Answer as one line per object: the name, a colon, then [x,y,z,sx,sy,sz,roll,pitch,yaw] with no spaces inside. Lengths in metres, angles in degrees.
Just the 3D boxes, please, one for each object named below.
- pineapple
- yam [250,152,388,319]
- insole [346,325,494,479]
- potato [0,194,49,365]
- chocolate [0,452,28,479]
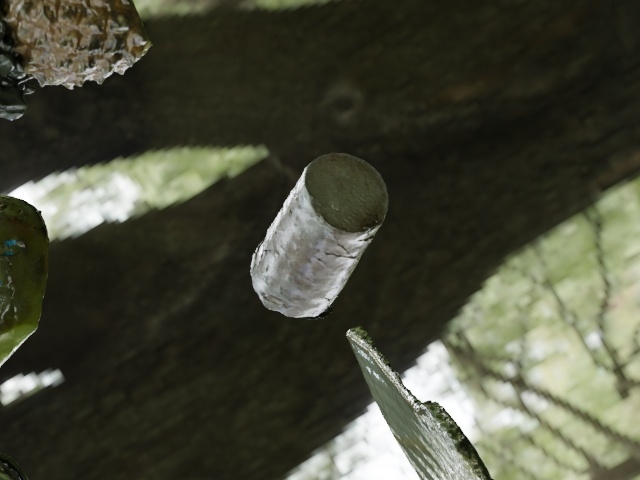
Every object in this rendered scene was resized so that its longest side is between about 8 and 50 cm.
pineapple: [-0.258,-0.154,1.403,0.111,0.237,0.119,73,175,-61]
yam: [-0.002,0.000,1.384,0.079,0.141,0.079,12,-127,-17]
insole: [0.056,0.106,0.782,0.348,0.009,0.119,-132,18,-76]
potato: [-0.287,0.055,1.427,0.119,0.198,0.054,39,-168,31]
chocolate: [-0.408,0.417,2.098,0.213,0.303,0.303,28,165,45]
